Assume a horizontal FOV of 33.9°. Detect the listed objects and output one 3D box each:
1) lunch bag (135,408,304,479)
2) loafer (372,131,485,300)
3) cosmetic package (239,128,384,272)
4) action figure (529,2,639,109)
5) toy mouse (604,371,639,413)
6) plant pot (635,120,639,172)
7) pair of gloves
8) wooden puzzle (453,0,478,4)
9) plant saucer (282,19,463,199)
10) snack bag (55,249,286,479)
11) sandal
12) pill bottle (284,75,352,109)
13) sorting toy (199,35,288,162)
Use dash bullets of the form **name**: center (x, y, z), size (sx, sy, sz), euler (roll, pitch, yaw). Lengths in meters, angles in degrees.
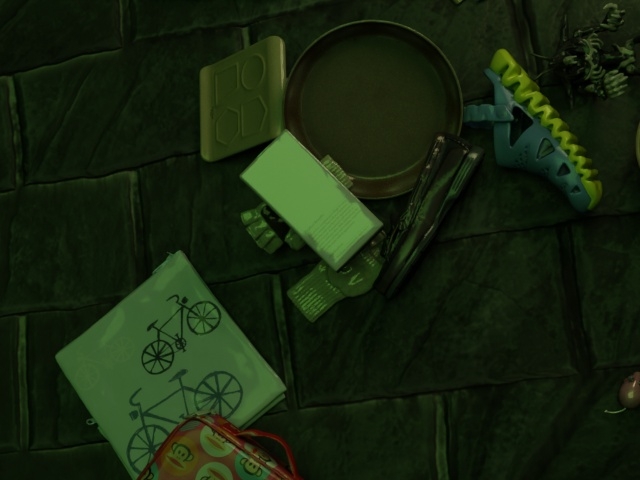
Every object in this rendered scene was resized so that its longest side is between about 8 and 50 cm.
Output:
- **lunch bag**: center (-0.149, 0.425, 1.739), size (0.293, 0.120, 0.258), euler (37, 89, 8)
- **loafer**: center (0.165, -0.044, 1.782), size (0.095, 0.109, 0.302), euler (32, 88, 11)
- **cosmetic package**: center (-0.014, -0.064, 1.762), size (0.117, 0.085, 0.231), euler (-44, 86, -1)
- **action figure**: center (0.491, -0.311, 1.753), size (0.276, 0.141, 0.164), euler (-5, 88, 11)
- **toy mouse**: center (0.534, 0.239, 1.675), size (0.161, 0.031, 0.143), euler (-2, 77, 13)
- **plant pot**: center (0.628, -0.141, 1.695), size (0.237, 0.110, 0.237), euler (-3, 78, 12)
- **pair of gloves**: center (0.000, 0.000, 1.820), size (0.204, 0.042, 0.240), euler (-32, 93, 5)
- **wooden puzzle**: center (0.257, -0.474, 1.912), size (0.078, 0.014, 0.116), euler (-32, 72, 10)
- **plant saucer**: center (0.090, -0.227, 1.822), size (0.311, 0.050, 0.310), euler (2, 107, 5)
- **snack bag**: center (-0.278, 0.239, 1.874), size (0.323, 0.037, 0.342), euler (-40, 72, 2)
- **sandal**: center (0.352, -0.166, 1.773), size (0.138, 0.126, 0.317), euler (-39, 66, 15)
- **pill bottle**: center (0.020, -0.275, 1.886), size (0.160, 0.087, 0.087), euler (-19, 74, 9)
- **sorting toy**: center (-0.139, -0.254, 1.918), size (0.208, 0.038, 0.193), euler (-13, 73, 40)
